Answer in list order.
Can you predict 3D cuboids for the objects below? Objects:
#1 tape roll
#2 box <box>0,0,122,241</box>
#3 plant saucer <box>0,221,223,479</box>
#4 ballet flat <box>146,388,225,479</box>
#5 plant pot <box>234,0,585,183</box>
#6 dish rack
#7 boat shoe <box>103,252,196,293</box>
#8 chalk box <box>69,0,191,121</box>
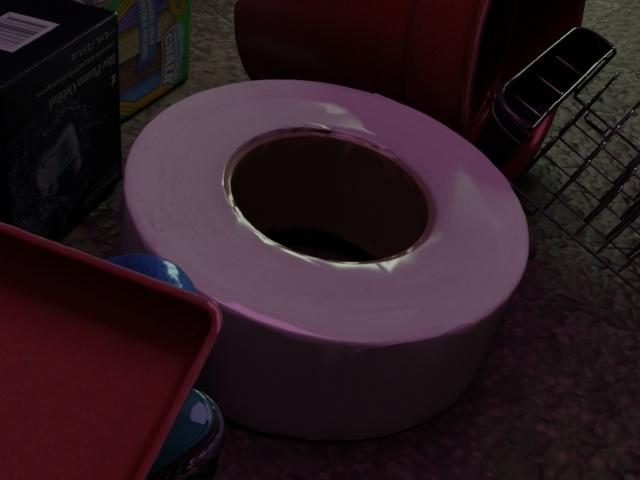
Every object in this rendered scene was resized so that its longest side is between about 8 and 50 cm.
[{"bbox_3d":[0.000,0.000,0.646,0.286,0.100,0.286,8,40,-6],"label":"tape roll"},{"bbox_3d":[-0.230,-0.088,0.688,0.093,0.158,0.156,17,37,12],"label":"box"},{"bbox_3d":[-0.202,0.110,0.414,0.259,0.047,0.258,18,69,21],"label":"plant saucer"},{"bbox_3d":[-0.133,0.144,0.469,0.188,0.070,0.070,-23,45,-17],"label":"ballet flat"},{"bbox_3d":[0.080,-0.209,0.859,0.265,0.272,0.272,19,36,28],"label":"plant pot"},{"bbox_3d":[0.269,-0.046,0.756,0.271,0.074,0.208,42,46,8],"label":"dish rack"},{"bbox_3d":[-0.183,0.095,0.501,0.258,0.089,0.109,-14,51,6],"label":"boat shoe"},{"bbox_3d":[-0.214,-0.216,0.895,0.132,0.132,0.213,21,36,18],"label":"chalk box"}]
